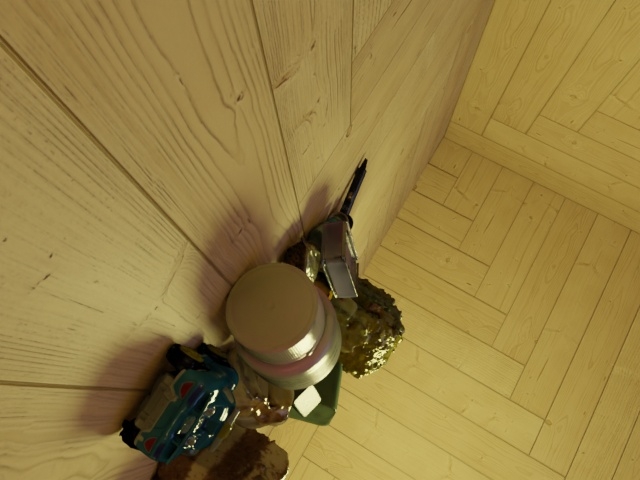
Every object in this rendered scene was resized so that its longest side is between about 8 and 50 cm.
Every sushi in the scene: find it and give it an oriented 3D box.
[{"bbox_3d":[0.097,0.275,1.855,0.240,0.396,0.351,-61,164,17],"label":"sushi"}]

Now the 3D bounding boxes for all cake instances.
[{"bbox_3d":[-0.271,0.643,1.380,0.282,0.290,0.255,-61,168,16],"label":"cake"}]

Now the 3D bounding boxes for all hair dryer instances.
[{"bbox_3d":[0.103,-0.140,1.694,0.256,0.070,0.128,-66,170,3],"label":"hair dryer"}]

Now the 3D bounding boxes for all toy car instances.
[{"bbox_3d":[-0.238,0.318,1.022,0.198,0.166,0.314,-56,170,-6],"label":"toy car"}]

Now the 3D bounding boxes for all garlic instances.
[{"bbox_3d":[-0.190,0.392,1.398,0.184,0.203,0.281,-38,135,19],"label":"garlic"}]

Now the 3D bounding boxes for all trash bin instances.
[{"bbox_3d":[-0.032,0.485,1.948,0.344,0.222,0.158,-80,-171,-48],"label":"trash bin"},{"bbox_3d":[-0.115,0.411,1.607,0.101,0.236,0.177,-41,146,-17],"label":"trash bin"}]

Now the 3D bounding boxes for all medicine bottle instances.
[{"bbox_3d":[-0.081,0.199,1.211,0.241,0.241,0.302,-57,160,-19],"label":"medicine bottle"},{"bbox_3d":[0.000,0.000,1.545,0.208,0.053,0.090,-37,137,-51],"label":"medicine bottle"}]

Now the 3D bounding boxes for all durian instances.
[{"bbox_3d":[-0.055,0.056,1.383,0.189,0.091,0.148,91,18,-46],"label":"durian"}]

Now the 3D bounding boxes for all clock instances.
[{"bbox_3d":[0.058,0.054,1.491,0.193,0.073,0.145,69,19,-48],"label":"clock"}]

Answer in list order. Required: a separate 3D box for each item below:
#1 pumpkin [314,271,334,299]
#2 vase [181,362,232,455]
[{"bbox_3d":[-0.070,0.197,1.542,0.280,0.139,0.190,-53,169,-47],"label":"pumpkin"},{"bbox_3d":[-0.277,0.380,1.225,0.214,0.086,0.086,-65,170,-5],"label":"vase"}]
